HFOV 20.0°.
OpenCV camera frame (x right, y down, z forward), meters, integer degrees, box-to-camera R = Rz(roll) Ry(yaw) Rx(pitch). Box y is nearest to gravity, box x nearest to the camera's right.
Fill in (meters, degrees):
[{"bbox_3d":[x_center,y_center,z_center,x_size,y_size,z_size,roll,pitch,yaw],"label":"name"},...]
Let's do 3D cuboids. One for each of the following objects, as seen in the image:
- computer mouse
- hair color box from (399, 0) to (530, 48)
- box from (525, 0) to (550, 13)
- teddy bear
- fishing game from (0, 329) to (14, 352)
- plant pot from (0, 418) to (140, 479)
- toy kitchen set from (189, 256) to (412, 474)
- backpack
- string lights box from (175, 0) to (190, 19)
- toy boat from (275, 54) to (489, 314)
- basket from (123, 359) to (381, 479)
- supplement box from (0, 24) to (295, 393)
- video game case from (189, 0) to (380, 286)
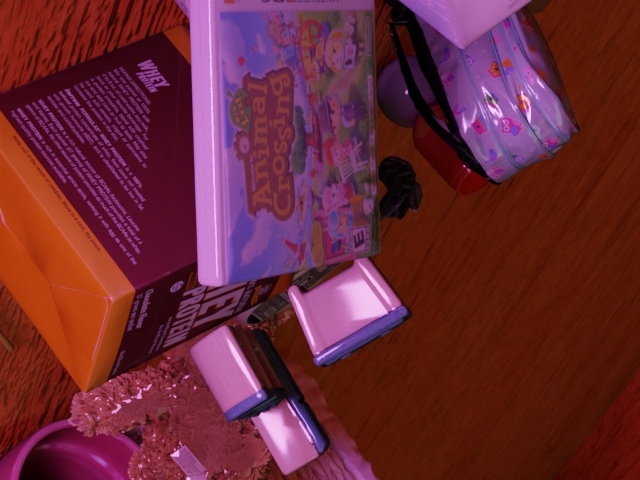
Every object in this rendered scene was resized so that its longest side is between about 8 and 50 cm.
[{"bbox_3d":[0.000,0.000,1.516,0.193,0.042,0.106,-36,166,0],"label":"computer mouse"},{"bbox_3d":[0.080,-0.314,1.065,0.185,0.113,0.374,-36,138,-10],"label":"hair color box"},{"bbox_3d":[0.200,-0.277,1.647,0.164,0.021,0.201,-15,150,-44],"label":"box"},{"bbox_3d":[-0.116,0.184,1.779,0.245,0.338,0.113,-16,-170,-8],"label":"teddy bear"},{"bbox_3d":[-0.378,0.153,1.549,0.264,0.041,0.189,-34,156,-13],"label":"fishing game"},{"bbox_3d":[-0.275,0.307,1.850,0.201,0.201,0.180,-14,164,-48],"label":"plant pot"},{"bbox_3d":[0.005,0.101,1.469,0.166,0.122,0.207,-30,174,3],"label":"toy kitchen set"},{"bbox_3d":[0.146,-0.143,1.568,0.115,0.182,0.152,-31,148,22],"label":"backpack"},{"bbox_3d":[-0.005,-0.272,1.236,0.259,0.077,0.133,-34,161,-13],"label":"string lights box"},{"bbox_3d":[-0.004,-0.062,1.619,0.318,0.148,0.267,-22,150,-21],"label":"toy boat"},{"bbox_3d":[-0.113,0.357,2.030,0.266,0.331,0.328,0,137,-51],"label":"basket"},{"bbox_3d":[-0.138,-0.027,1.359,0.194,0.191,0.129,-27,156,-32],"label":"supplement box"},{"bbox_3d":[-0.020,-0.084,1.265,0.193,0.023,0.212,-10,101,-53],"label":"video game case"}]
